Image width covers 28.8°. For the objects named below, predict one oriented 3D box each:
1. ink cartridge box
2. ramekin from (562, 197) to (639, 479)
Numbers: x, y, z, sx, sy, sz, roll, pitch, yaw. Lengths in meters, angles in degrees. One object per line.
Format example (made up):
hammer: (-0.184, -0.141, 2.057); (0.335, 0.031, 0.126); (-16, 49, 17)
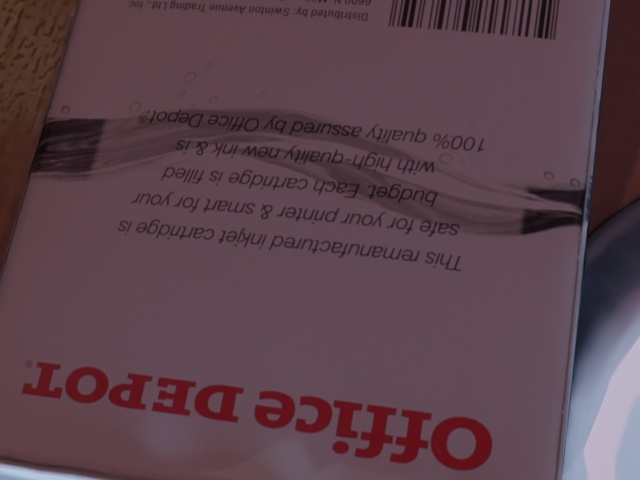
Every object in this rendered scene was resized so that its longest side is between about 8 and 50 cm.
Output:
ink cartridge box: (0.005, -0.025, 0.540); (0.223, 0.129, 0.308); (6, 68, 12)
ramekin: (0.232, 0.099, 0.589); (0.277, 0.135, 0.277); (0, 93, 6)
